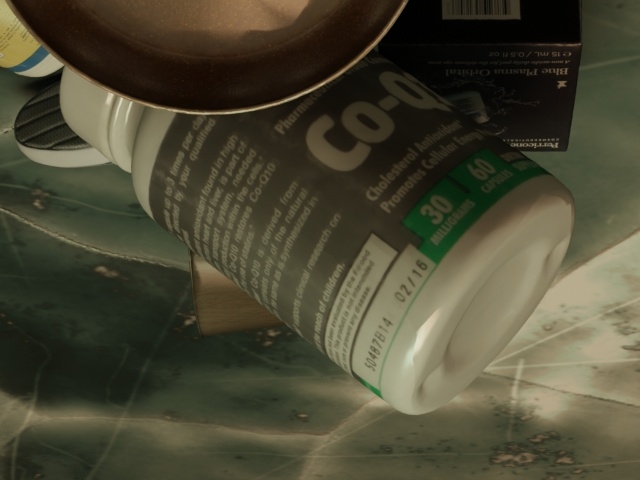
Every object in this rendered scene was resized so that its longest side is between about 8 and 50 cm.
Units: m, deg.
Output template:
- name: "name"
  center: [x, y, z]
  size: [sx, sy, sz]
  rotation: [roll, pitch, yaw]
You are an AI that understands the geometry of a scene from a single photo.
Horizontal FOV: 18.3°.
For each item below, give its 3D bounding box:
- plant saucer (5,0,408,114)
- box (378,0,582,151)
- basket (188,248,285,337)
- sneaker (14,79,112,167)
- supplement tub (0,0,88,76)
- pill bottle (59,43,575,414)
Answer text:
- name: "plant saucer"
  center: [-0.077, -0.238, 1.336]
  size: [0.310, 0.050, 0.310]
  rotation: [1, 115, 2]
- name: "box"
  center: [0.124, -0.147, 1.574]
  size: [0.156, 0.093, 0.158]
  rotation: [0, 151, 3]
- name: "basket"
  center: [0.000, 0.000, 1.786]
  size: [0.227, 0.154, 0.204]
  rotation: [-2, 151, 0]
- name: "sneaker"
  center: [-0.128, -0.095, 1.673]
  size: [0.258, 0.094, 0.091]
  rotation: [-8, 144, 15]
- name: "supplement tub"
  center: [-0.259, -0.214, 1.421]
  size: [0.199, 0.144, 0.144]
  rotation: [22, 144, -31]
- name: "pill bottle"
  center: [-0.009, -0.052, 1.475]
  size: [0.361, 0.204, 0.204]
  rotation: [37, 158, 20]
